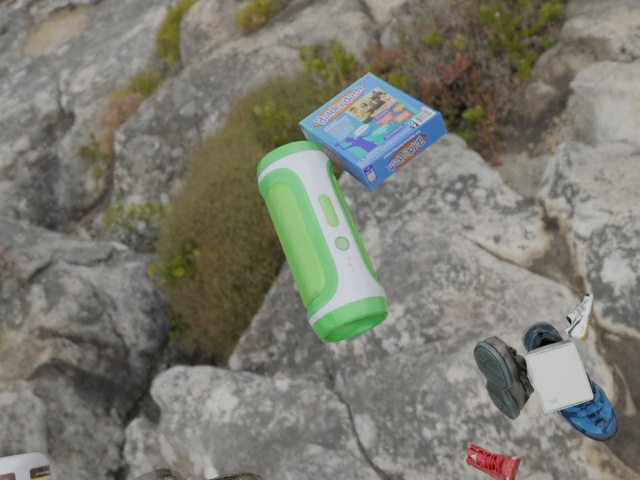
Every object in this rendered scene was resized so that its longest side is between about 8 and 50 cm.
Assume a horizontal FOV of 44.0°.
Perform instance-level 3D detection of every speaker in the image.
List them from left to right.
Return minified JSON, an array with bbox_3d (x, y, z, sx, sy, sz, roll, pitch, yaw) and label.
[{"bbox_3d":[0.000,0.000,1.217,0.131,0.131,0.297,-24,70,8],"label":"speaker"}]

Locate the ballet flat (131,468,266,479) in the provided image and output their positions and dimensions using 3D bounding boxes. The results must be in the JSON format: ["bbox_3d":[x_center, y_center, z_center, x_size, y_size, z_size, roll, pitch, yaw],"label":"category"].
[{"bbox_3d":[-0.120,0.282,0.833,0.084,0.250,0.058,-36,62,7],"label":"ballet flat"}]

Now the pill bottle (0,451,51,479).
[{"bbox_3d":[-0.329,0.335,0.814,0.117,0.117,0.215,-15,77,19],"label":"pill bottle"}]

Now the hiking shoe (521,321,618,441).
[{"bbox_3d":[0.546,0.323,1.744,0.113,0.304,0.132,-38,-5,9],"label":"hiking shoe"}]

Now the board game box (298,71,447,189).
[{"bbox_3d":[0.082,-0.186,1.308,0.160,0.047,0.210,-37,42,-8],"label":"board game box"}]

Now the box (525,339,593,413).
[{"bbox_3d":[0.460,0.257,1.535,0.094,0.275,0.113,-20,81,13],"label":"box"}]

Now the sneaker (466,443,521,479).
[{"bbox_3d":[0.417,0.555,1.952,0.128,0.221,0.087,18,72,16],"label":"sneaker"}]

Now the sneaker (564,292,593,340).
[{"bbox_3d":[0.395,0.112,1.210,0.036,0.032,0.083,7,53,28],"label":"sneaker"}]

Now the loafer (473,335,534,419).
[{"bbox_3d":[0.364,0.252,1.542,0.084,0.268,0.096,-39,50,-12],"label":"loafer"}]
